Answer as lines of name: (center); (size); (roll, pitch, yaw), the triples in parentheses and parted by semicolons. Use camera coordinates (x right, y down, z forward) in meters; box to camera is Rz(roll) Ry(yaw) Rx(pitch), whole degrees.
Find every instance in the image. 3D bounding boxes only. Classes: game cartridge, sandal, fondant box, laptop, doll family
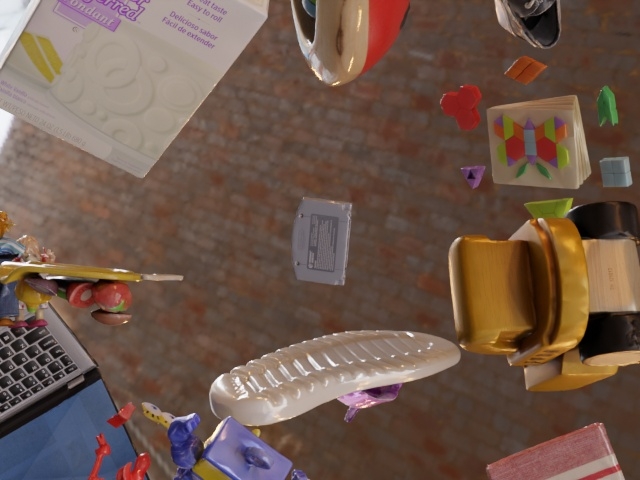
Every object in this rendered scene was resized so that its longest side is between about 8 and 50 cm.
game cartridge: (0.000, 0.000, 1.027); (0.017, 0.056, 0.083); (-65, 162, -71)
sandal: (0.020, 0.211, 1.552); (0.169, 0.416, 0.102); (24, -63, 52)
fondant box: (-0.250, -0.256, 1.362); (0.330, 0.238, 0.096); (-46, -152, 36)
laptop: (-0.515, 0.305, 1.600); (0.408, 0.382, 0.236); (61, -2, -32)
doll family: (-0.489, 0.041, 1.499); (0.118, 0.263, 0.163); (156, -69, -64)

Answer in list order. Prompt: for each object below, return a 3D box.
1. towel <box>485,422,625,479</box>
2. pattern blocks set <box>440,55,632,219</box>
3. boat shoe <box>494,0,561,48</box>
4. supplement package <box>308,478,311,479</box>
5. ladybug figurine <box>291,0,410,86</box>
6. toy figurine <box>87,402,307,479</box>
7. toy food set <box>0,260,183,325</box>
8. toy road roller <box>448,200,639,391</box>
towel: (0.471, 0.530, 1.975); (0.037, 0.237, 0.329); (84, -15, -86)
pattern blocks set: (0.358, -0.163, 1.791); (0.325, 0.026, 0.285); (-14, -82, 46)
boat shoe: (0.309, -0.386, 1.609); (0.102, 0.108, 0.301); (47, -3, 29)
supplement package: (-0.024, 0.544, 1.764); (0.149, 0.194, 0.203); (26, -44, 11)
ladybug figurine: (0.047, -0.430, 1.677); (0.449, 0.162, 0.305); (96, -19, -59)
toy figurine: (-0.110, 0.333, 1.366); (0.362, 0.191, 0.217); (40, -41, -10)
toy food set: (-0.294, 0.069, 1.335); (0.128, 0.218, 0.071); (14, 81, -84)
toy road roller: (0.274, 0.078, 1.404); (0.329, 0.240, 0.202); (115, -27, -71)
